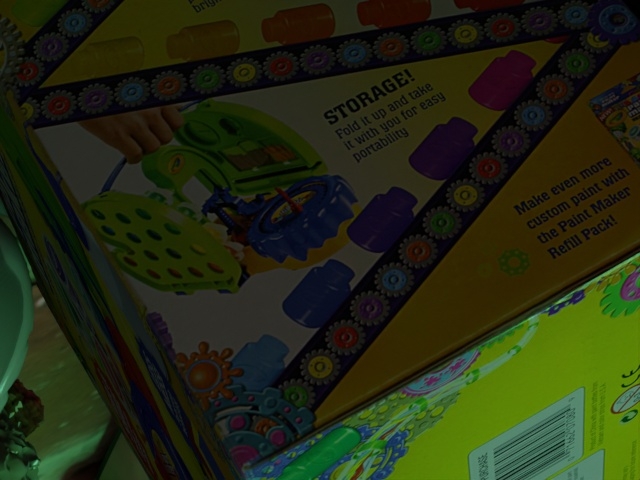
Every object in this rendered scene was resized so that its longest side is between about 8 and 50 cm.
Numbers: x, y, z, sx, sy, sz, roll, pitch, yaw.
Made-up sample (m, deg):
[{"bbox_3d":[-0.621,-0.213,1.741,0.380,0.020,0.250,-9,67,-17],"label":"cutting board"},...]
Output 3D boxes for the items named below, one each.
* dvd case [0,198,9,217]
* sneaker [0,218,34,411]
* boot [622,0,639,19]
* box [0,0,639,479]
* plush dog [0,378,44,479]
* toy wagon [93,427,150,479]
[{"bbox_3d":[-0.033,-0.081,0.897,0.239,0.029,0.179,-41,157,7],"label":"dvd case"},{"bbox_3d":[-0.240,0.081,0.802,0.281,0.105,0.115,-37,158,1],"label":"sneaker"},{"bbox_3d":[0.212,-0.104,0.694,0.207,0.094,0.246,-4,106,-12],"label":"boot"},{"bbox_3d":[0.000,0.000,0.716,0.177,0.279,0.290,-28,148,-11],"label":"box"},{"bbox_3d":[-0.211,0.165,0.939,0.211,0.262,0.225,25,109,-19],"label":"plush dog"},{"bbox_3d":[-0.010,0.077,1.196,0.267,0.068,0.344,-20,151,-37],"label":"toy wagon"}]
